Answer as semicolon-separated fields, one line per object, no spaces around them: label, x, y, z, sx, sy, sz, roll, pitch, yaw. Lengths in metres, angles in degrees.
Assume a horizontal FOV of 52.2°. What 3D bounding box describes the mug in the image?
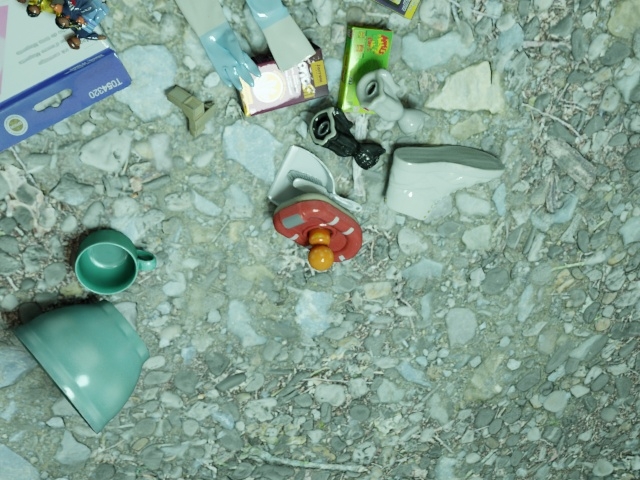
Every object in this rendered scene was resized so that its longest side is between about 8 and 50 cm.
mug;-0.463;0.048;1.458;0.158;0.097;0.129;33;103;-27

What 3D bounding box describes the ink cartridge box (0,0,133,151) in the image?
ink cartridge box;-0.580;-0.366;1.239;0.324;0.071;0.330;-28;118;-1

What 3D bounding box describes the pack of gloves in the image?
pack of gloves;-0.147;-0.427;1.287;0.195;0.046;0.232;-31;96;-5

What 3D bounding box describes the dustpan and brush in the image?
dustpan and brush;0.001;-0.116;1.526;0.211;0.060;0.147;19;109;-23

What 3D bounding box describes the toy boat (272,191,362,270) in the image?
toy boat;0.000;0.000;1.498;0.151;0.151;0.231;-21;147;31

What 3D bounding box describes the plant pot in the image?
plant pot;-0.512;0.257;1.467;0.196;0.293;0.293;-39;123;-25

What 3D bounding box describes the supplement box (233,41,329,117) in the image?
supplement box;-0.086;-0.340;1.379;0.188;0.081;0.104;-17;119;-7

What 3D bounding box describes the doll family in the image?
doll family;-0.464;-0.420;1.169;0.193;0.076;0.111;32;96;-32

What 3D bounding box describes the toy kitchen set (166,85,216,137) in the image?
toy kitchen set;-0.272;-0.282;1.391;0.068;0.075;0.083;-49;164;-30

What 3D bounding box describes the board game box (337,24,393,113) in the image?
board game box;0.096;-0.373;1.435;0.092;0.043;0.181;0;116;-16

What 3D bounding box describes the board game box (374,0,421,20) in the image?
board game box;0.163;-0.568;1.355;0.141;0.048;0.170;19;109;-25

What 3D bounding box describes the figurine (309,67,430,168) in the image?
figurine;0.119;-0.252;1.443;0.215;0.092;0.209;-35;144;24

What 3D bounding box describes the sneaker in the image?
sneaker;0.292;-0.135;1.586;0.292;0.108;0.169;0;127;-17
